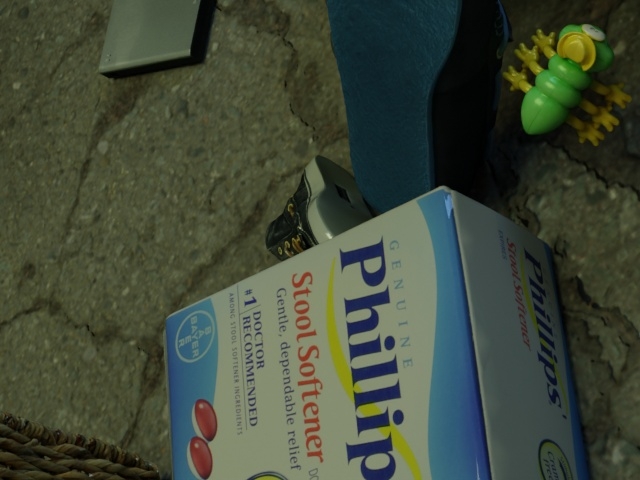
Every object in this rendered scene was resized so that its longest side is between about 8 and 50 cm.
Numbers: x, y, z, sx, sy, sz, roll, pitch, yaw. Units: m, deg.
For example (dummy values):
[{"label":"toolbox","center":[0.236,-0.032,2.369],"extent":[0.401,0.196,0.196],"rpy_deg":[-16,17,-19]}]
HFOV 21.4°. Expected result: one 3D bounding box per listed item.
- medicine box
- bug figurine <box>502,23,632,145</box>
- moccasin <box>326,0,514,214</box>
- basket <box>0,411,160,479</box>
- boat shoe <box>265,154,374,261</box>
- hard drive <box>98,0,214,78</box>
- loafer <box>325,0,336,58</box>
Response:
[{"label":"medicine box","center":[0.038,0.144,1.268],"extent":[0.289,0.149,0.263],"rpy_deg":[-26,55,32]},{"label":"bug figurine","center":[0.251,-0.130,1.166],"extent":[0.279,0.072,0.216],"rpy_deg":[35,111,12]},{"label":"moccasin","center":[0.078,-0.161,1.264],"extent":[0.138,0.342,0.117],"rpy_deg":[34,56,24]},{"label":"basket","center":[-0.261,0.289,1.367],"extent":[0.213,0.299,0.223],"rpy_deg":[-45,50,20]},{"label":"boat shoe","center":[0.000,0.000,1.401],"extent":[0.083,0.065,0.183],"rpy_deg":[-56,14,16]},{"label":"hard drive","center":[-0.163,-0.216,1.705],"extent":[0.135,0.022,0.094],"rpy_deg":[-5,68,41]},{"label":"loafer","center":[0.044,-0.212,1.360],"extent":[0.096,0.267,0.084],"rpy_deg":[-5,56,19]}]
